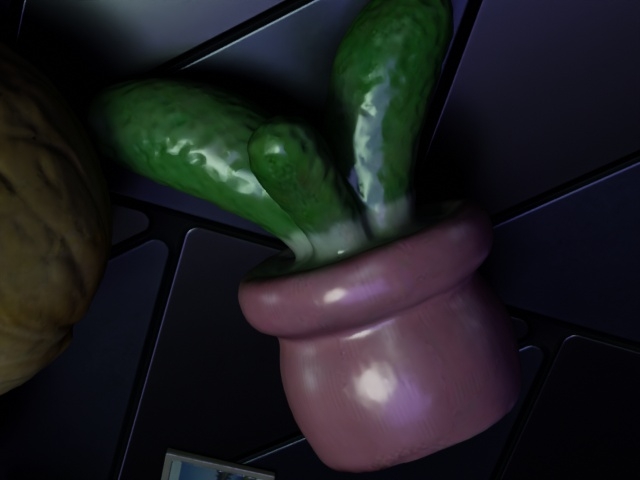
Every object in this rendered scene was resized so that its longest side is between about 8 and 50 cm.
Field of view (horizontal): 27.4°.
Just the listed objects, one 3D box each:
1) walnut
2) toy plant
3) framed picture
[{"bbox_3d":[-0.314,-0.025,1.020,0.313,0.252,0.277,34,127,0],"label":"walnut"},{"bbox_3d":[0.003,0.004,1.047,0.317,0.210,0.356,-19,102,15],"label":"toy plant"},{"bbox_3d":[-0.112,0.277,1.302,0.109,0.011,0.149,12,118,-3],"label":"framed picture"}]
